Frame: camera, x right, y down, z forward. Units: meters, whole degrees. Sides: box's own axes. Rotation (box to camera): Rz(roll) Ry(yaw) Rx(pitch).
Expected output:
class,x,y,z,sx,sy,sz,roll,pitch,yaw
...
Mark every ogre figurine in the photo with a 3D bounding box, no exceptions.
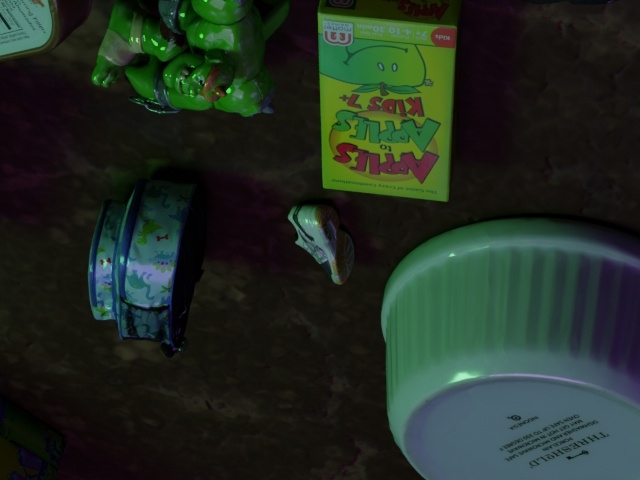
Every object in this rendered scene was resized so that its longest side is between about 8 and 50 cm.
class,x,y,z,sx,sy,sz,roll,pitch,yaw
ogre figurine,-0.090,-0.145,1.279,0.118,0.097,0.197,19,131,19

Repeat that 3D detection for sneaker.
class,x,y,z,sx,sy,sz,roll,pitch,yaw
sneaker,0.000,0.000,1.499,0.037,0.032,0.083,8,141,27

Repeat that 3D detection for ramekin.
class,x,y,z,sx,sy,sz,roll,pitch,yaw
ramekin,0.173,0.111,1.515,0.273,0.127,0.273,7,143,6

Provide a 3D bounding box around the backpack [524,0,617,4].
class,x,y,z,sx,sy,sz,roll,pitch,yaw
backpack,0.139,-0.220,1.097,0.152,0.115,0.182,0,139,19

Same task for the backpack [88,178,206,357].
class,x,y,z,sx,sy,sz,roll,pitch,yaw
backpack,-0.132,0.011,1.481,0.084,0.105,0.114,10,138,0

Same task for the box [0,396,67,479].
class,x,y,z,sx,sy,sz,roll,pitch,yaw
box,-0.409,0.251,1.715,0.177,0.290,0.279,-23,131,37

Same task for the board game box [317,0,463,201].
class,x,y,z,sx,sy,sz,roll,pitch,yaw
board game box,0.048,-0.103,1.334,0.092,0.043,0.181,6,143,6

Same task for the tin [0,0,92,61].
class,x,y,z,sx,sy,sz,roll,pitch,yaw
tin,-0.227,-0.165,1.279,0.190,0.040,0.106,-5,132,47
